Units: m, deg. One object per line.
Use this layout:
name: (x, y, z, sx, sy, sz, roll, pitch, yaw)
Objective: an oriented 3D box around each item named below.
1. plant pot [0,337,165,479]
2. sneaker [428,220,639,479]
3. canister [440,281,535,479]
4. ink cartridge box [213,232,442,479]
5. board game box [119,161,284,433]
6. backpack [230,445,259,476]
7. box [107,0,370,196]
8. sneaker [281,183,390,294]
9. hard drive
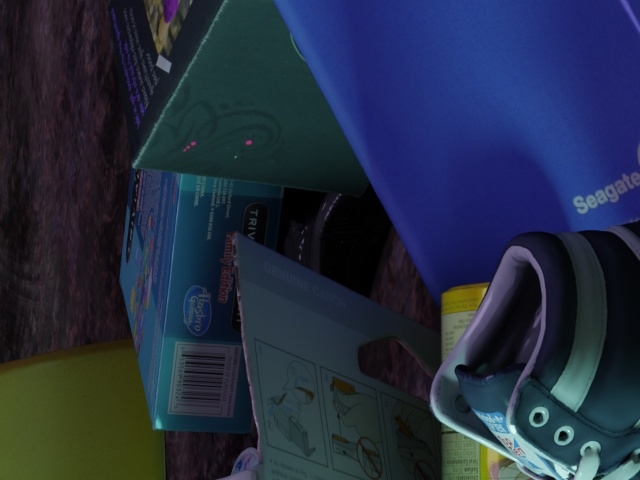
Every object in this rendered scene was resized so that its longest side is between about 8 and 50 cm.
plant pot: (-0.270, 0.212, 1.820, 0.212, 0.187, 0.212, 150, 119, -67)
sneaker: (0.129, 0.127, 0.783, 0.099, 0.153, 0.282, 169, 102, -69)
canister: (0.110, 0.109, 0.882, 0.073, 0.126, 0.170, -9, 77, 45)
ink cartridge box: (0.030, 0.150, 0.913, 0.060, 0.275, 0.239, -25, 59, 27)
board game box: (-0.096, -0.031, 1.456, 0.336, 0.079, 0.254, -119, 35, -70)
backpack: (-0.013, 0.272, 1.138, 0.253, 0.191, 0.225, -120, 37, -46)
box: (-0.003, -0.168, 1.113, 0.270, 0.165, 0.143, -56, 37, 44)
sneaker: (0.003, 0.000, 1.289, 0.089, 0.051, 0.170, -117, 32, -48)
hard drive: (0.059, -0.140, 0.885, 0.210, 0.040, 0.319, -31, 86, 47)
